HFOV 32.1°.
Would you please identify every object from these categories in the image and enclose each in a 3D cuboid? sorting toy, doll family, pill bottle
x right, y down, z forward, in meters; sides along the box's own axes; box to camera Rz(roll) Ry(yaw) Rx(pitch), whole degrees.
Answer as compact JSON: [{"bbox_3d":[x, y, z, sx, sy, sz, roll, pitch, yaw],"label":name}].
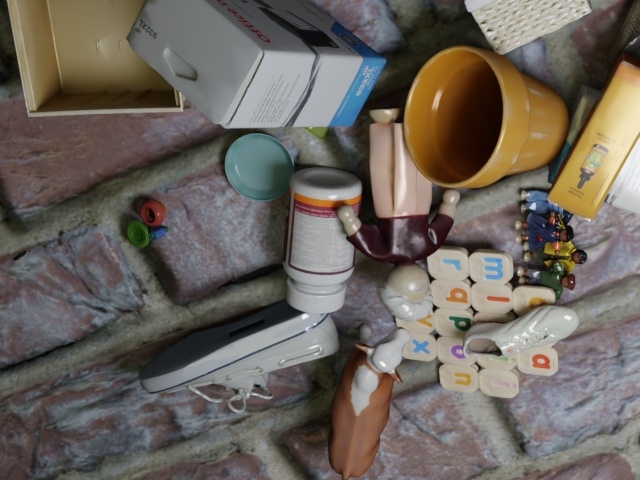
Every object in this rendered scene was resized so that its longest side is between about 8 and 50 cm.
[{"bbox_3d":[-0.294,-0.030,1.939,0.061,0.042,0.102,46,126,9],"label":"sorting toy"},{"bbox_3d":[0.377,-0.003,1.780,0.111,0.076,0.193,6,119,31],"label":"doll family"},{"bbox_3d":[0.000,0.000,1.838,0.121,0.121,0.221,9,114,8],"label":"pill bottle"}]

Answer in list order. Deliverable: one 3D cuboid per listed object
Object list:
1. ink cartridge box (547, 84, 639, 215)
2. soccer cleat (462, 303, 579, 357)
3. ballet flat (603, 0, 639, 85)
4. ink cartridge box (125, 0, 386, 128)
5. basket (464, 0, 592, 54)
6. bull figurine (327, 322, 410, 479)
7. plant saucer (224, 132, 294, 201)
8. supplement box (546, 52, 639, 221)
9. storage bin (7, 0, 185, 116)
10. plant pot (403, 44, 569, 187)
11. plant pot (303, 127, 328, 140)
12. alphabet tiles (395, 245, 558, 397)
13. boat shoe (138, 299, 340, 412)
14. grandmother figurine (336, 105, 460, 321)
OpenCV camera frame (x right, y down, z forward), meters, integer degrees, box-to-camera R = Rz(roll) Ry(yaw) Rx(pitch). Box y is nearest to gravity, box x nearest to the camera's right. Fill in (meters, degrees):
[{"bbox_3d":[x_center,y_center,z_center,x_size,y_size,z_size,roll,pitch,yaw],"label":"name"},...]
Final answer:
[{"bbox_3d":[0.469,-0.131,1.704,0.203,0.086,0.148,20,113,4],"label":"ink cartridge box"},{"bbox_3d":[0.320,0.154,1.786,0.196,0.076,0.068,-16,111,31],"label":"soccer cleat"},{"bbox_3d":[0.481,-0.330,1.643,0.084,0.058,0.249,1,123,-27],"label":"ballet flat"},{"bbox_3d":[-0.087,-0.273,1.611,0.223,0.307,0.129,42,117,23],"label":"ink cartridge box"},{"bbox_3d":[0.308,-0.356,1.634,0.167,0.113,0.103,-24,107,20],"label":"basket"},{"bbox_3d":[0.078,0.256,1.888,0.101,0.188,0.310,18,114,4],"label":"bull figurine"},{"bbox_3d":[-0.100,-0.125,1.864,0.119,0.021,0.119,4,112,10],"label":"plant saucer"},{"bbox_3d":[0.416,-0.149,1.621,0.078,0.080,0.233,27,112,3],"label":"supplement box"},{"bbox_3d":[-0.342,-0.342,1.773,0.262,0.123,0.260,0,112,13],"label":"storage bin"},{"bbox_3d":[0.261,-0.177,1.657,0.205,0.188,0.205,-1,89,51],"label":"plant pot"},{"bbox_3d":[-0.002,-0.216,1.781,0.083,0.083,0.079,39,103,-5],"label":"plant pot"},{"bbox_3d":[0.258,0.138,1.867,0.278,0.021,0.284,4,119,23],"label":"alphabet tiles"},{"bbox_3d":[-0.133,0.225,1.963,0.367,0.136,0.156,-23,109,9],"label":"boat shoe"},{"bbox_3d":[0.128,-0.039,1.760,0.208,0.104,0.342,-5,98,-7],"label":"grandmother figurine"}]
